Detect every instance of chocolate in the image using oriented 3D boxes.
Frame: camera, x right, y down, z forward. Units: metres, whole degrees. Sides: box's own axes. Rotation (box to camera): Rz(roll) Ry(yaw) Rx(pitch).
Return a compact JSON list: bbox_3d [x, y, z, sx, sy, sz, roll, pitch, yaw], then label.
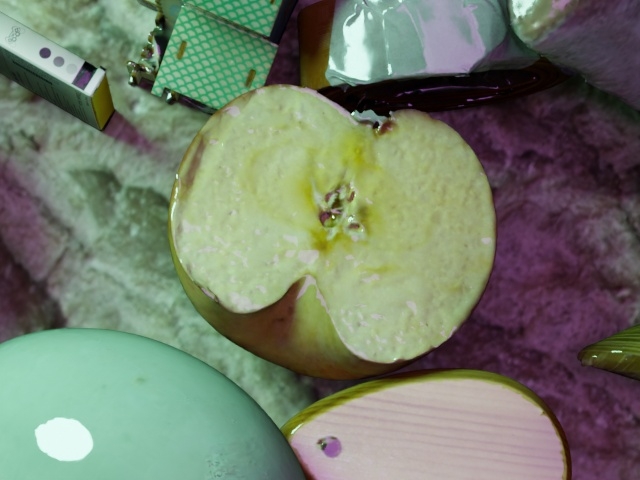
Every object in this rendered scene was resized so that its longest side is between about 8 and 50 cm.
[{"bbox_3d":[0.286,-0.234,1.276,0.100,0.303,0.185,-20,66,36],"label":"chocolate"}]

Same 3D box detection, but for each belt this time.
[{"bbox_3d":[0.110,-0.183,1.295,0.261,0.184,0.105,-3,82,-9],"label":"belt"}]

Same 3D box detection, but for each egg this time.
[{"bbox_3d":[-0.176,0.217,1.148,0.389,0.276,0.276,23,79,32],"label":"egg"}]

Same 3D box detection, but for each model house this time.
[{"bbox_3d":[-0.092,-0.263,1.280,0.178,0.206,0.271,26,81,-1],"label":"model house"}]

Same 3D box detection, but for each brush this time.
[{"bbox_3d":[0.089,0.199,1.246,0.266,0.166,0.174,12,82,-2],"label":"brush"}]

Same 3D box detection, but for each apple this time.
[{"bbox_3d":[0.000,0.000,1.270,0.293,0.163,0.251,22,68,-6],"label":"apple"}]

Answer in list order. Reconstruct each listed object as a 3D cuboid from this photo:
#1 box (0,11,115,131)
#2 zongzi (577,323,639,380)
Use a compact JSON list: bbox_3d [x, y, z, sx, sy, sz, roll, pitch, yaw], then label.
[{"bbox_3d":[-0.309,-0.191,1.292,0.247,0.129,0.033,30,80,0],"label":"box"},{"bbox_3d":[0.416,0.045,1.322,0.288,0.134,0.286,15,74,6],"label":"zongzi"}]
